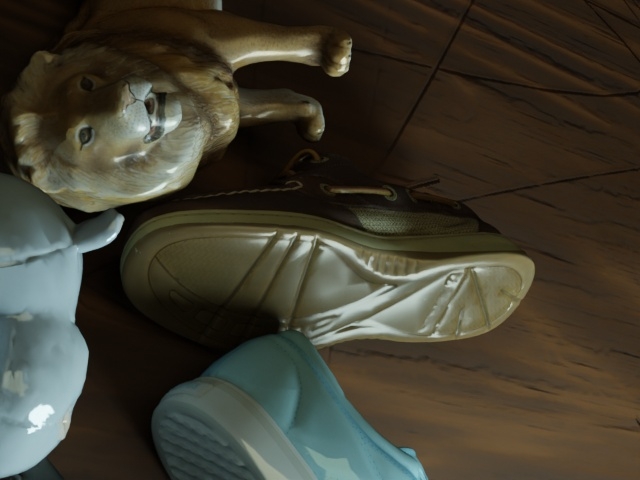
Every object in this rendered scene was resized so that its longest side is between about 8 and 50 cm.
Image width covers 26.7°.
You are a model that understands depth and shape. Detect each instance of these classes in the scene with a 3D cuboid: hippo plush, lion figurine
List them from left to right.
[{"bbox_3d":[-0.253,0.029,0.739,0.236,0.234,0.294,14,67,-63],"label":"hippo plush"},{"bbox_3d":[-0.116,-0.190,0.962,0.240,0.142,0.392,1,57,-20],"label":"lion figurine"}]

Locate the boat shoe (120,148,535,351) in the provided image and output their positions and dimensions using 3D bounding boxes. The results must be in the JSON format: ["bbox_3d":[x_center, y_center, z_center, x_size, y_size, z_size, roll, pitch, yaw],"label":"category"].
[{"bbox_3d":[0.000,0.000,0.996,0.342,0.123,0.123,1,42,-33],"label":"boat shoe"}]

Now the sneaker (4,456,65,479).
[{"bbox_3d":[-0.200,0.226,0.761,0.118,0.083,0.222,50,45,-1],"label":"sneaker"}]

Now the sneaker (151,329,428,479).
[{"bbox_3d":[0.047,0.217,0.918,0.150,0.135,0.366,-38,99,-38],"label":"sneaker"}]
